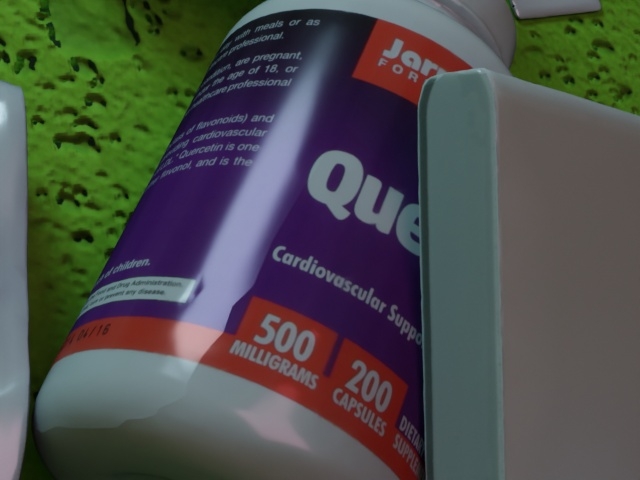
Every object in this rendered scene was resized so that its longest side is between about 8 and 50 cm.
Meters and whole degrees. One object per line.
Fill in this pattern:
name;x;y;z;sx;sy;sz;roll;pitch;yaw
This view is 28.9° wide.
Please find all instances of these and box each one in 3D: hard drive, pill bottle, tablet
hard drive;0.147;0.035;0.640;0.307;0.040;0.203;3;85;-54
pill bottle;0.000;0.000;0.628;0.181;0.181;0.323;30;58;-13
tablet;0.165;-0.188;0.903;0.083;0.006;0.054;-12;75;-31

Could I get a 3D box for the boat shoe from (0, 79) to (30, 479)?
boat shoe;-0.184;0.036;0.580;0.084;0.095;0.258;5;56;-22
